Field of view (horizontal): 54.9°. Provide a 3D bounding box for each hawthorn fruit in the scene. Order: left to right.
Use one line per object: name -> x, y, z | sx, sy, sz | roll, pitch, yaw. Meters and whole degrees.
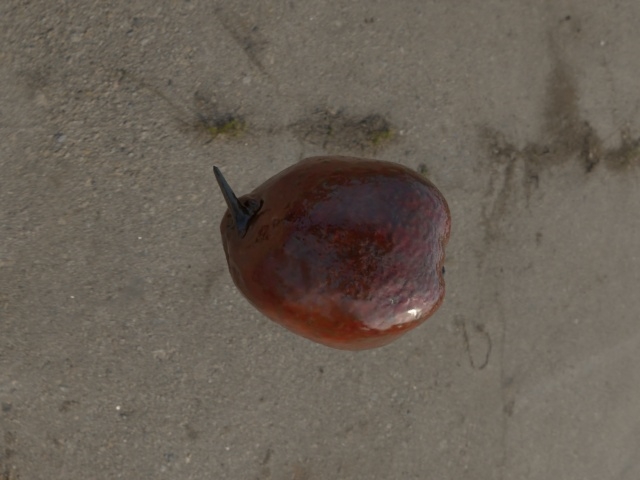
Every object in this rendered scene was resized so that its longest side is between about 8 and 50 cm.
hawthorn fruit -> 0.000, 0.000, 0.643 | 0.262, 0.210, 0.210 | 20, 75, -16
